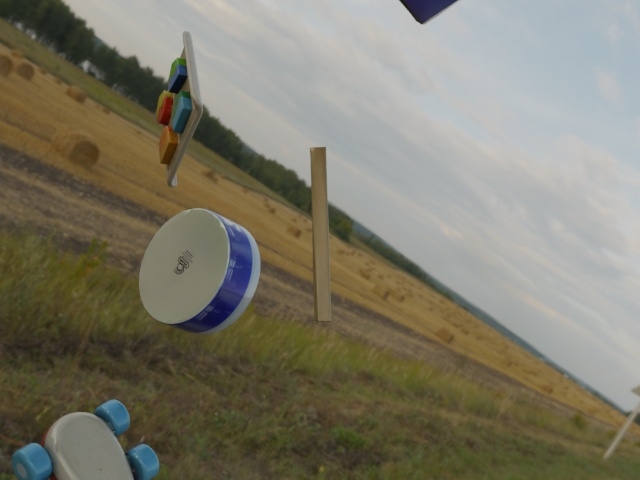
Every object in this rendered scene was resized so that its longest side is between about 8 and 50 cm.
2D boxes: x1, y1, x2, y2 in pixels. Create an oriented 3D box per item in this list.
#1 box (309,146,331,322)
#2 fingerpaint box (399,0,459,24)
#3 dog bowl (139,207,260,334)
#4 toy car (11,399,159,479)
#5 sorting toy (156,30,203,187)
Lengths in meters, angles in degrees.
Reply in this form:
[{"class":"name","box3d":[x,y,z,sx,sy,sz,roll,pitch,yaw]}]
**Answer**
[{"class":"box","box3d":[0.000,0.000,0.779,0.021,0.201,0.164,-1,-6,0]},{"class":"fingerpaint box","box3d":[0.008,-0.426,0.378,0.163,0.371,0.445,-25,-53,38]},{"class":"dog bowl","box3d":[-0.267,0.067,1.369,0.265,0.265,0.104,35,2,38]},{"class":"toy car","box3d":[-0.488,0.473,1.236,0.210,0.238,0.219,53,35,10]},{"class":"sorting toy","box3d":[-0.252,-0.227,1.090,0.038,0.208,0.193,4,51,-25]}]
